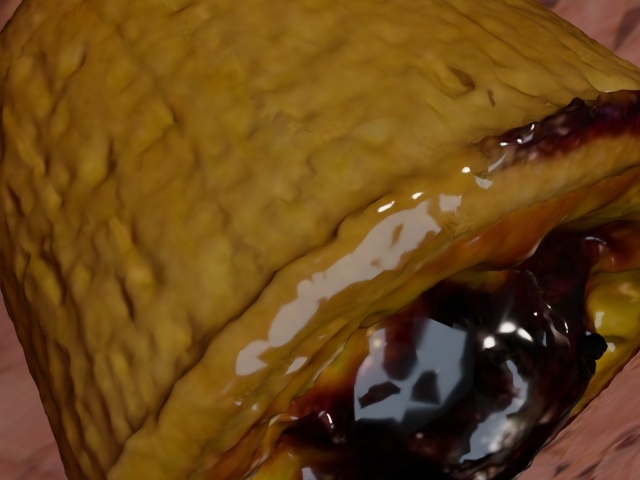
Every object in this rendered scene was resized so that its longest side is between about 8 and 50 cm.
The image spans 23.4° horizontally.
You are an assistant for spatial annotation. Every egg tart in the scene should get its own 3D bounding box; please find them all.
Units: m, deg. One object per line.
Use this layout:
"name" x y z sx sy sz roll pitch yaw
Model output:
"egg tart" 0.000 0.000 0.436 0.215 0.171 0.215 -31 154 -17
